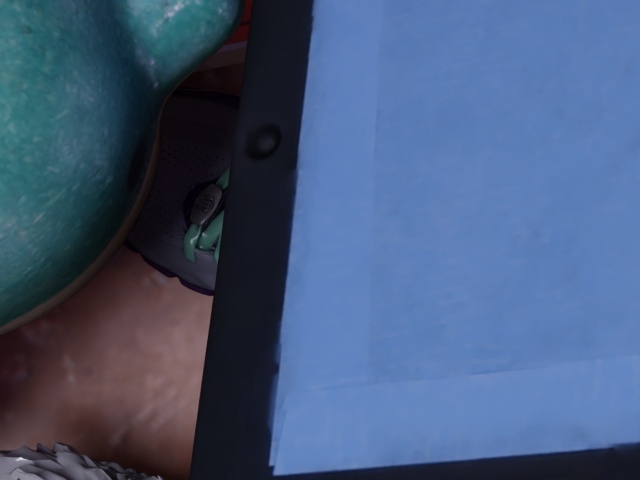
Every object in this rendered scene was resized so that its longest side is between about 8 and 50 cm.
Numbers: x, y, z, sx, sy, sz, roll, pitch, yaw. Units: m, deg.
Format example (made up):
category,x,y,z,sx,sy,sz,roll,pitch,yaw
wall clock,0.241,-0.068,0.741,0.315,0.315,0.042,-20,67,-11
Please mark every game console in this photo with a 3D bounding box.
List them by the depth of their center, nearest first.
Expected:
category,x,y,z,sx,sy,sz,roll,pitch,yaw
game console,0.121,-0.047,0.492,0.342,0.060,0.386,-11,62,35

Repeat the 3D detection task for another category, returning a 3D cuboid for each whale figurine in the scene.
category,x,y,z,sx,sy,sz,roll,pitch,yaw
whale figurine,-0.133,-0.102,0.573,0.216,0.141,0.272,11,82,6

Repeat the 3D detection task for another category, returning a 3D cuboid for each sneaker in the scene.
category,x,y,z,sx,sy,sz,roll,pitch,yaw
sneaker,0.000,0.000,0.674,0.224,0.098,0.083,26,90,3

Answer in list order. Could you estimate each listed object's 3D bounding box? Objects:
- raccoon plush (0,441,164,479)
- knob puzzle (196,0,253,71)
category,x,y,z,sx,sy,sz,roll,pitch,yaw
raccoon plush,0.108,0.115,0.554,0.446,0.216,0.299,26,112,-4
knob puzzle,-0.036,-0.151,0.670,0.213,0.030,0.213,-1,117,-1
